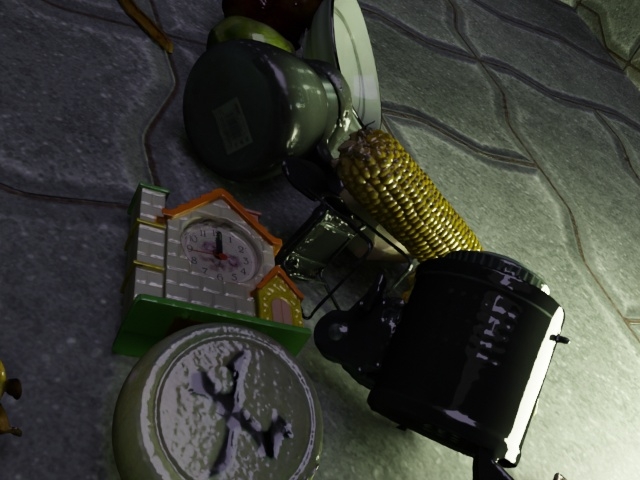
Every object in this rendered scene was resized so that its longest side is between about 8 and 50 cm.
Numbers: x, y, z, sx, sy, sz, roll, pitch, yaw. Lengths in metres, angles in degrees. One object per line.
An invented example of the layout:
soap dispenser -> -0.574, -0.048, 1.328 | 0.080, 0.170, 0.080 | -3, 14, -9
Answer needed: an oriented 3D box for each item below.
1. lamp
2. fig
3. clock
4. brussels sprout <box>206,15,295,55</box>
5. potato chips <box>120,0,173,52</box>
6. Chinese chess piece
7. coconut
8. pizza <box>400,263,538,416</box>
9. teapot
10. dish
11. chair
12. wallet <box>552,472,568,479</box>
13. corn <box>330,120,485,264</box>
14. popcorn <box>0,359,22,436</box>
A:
lamp -> 0.199, 0.154, 0.902 | 0.374, 0.205, 0.272 | 39, 81, 21
fig -> -0.083, -0.501, 1.541 | 0.217, 0.217, 0.321 | 38, 8, 5
clock -> -0.146, 0.036, 0.927 | 0.219, 0.106, 0.255 | 15, 41, -25
brussels sprout -> -0.133, -0.358, 1.357 | 0.183, 0.131, 0.145 | 25, 16, -12
potato chips -> -0.347, -0.437, 1.360 | 0.204, 0.026, 0.037 | 50, 26, 20
Chinese chess piece -> -0.104, 0.203, 0.753 | 0.237, 0.092, 0.238 | 16, 55, -24
coconut -> 0.104, -0.046, 1.157 | 0.182, 0.171, 0.171 | 10, 43, -37
pizza -> 0.252, 0.134, 1.144 | 0.268, 0.087, 0.258 | 38, 33, 2
teapot -> -0.040, -0.198, 1.184 | 0.305, 0.223, 0.285 | 44, 31, 16
dish -> 0.035, -0.351, 1.426 | 0.316, 0.106, 0.317 | -9, 90, -70
chair -> 0.000, 0.000, 1.033 | 0.221, 0.145, 0.140 | 51, 16, 30
wallet -> 0.358, 0.452, 0.901 | 0.221, 0.071, 0.262 | 39, 33, 12
corn -> 0.142, -0.041, 1.035 | 0.305, 0.106, 0.106 | 43, 34, -18
popcorn -> -0.370, 0.110, 0.610 | 0.191, 0.190, 0.254 | -10, 59, -35
